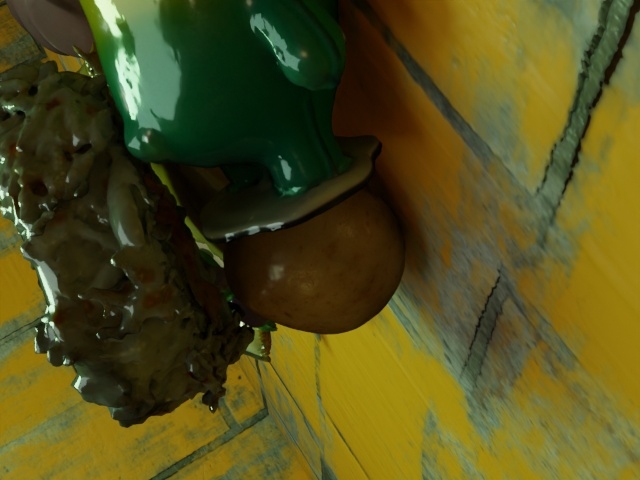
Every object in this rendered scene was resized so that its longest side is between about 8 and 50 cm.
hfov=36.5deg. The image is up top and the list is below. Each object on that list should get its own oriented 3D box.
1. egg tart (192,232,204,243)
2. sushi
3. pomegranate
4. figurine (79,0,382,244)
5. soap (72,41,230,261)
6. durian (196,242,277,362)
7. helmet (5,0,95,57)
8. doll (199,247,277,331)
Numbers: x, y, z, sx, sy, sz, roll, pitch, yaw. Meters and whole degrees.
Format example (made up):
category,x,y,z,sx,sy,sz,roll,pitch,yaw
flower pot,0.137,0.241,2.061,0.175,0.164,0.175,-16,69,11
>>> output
category,x,y,z,sx,sy,sz,roll,pitch,yaw
egg tart,-0.183,-0.085,1.434,0.291,0.107,0.291,-20,-90,-82
sushi,-0.217,0.008,0.996,0.417,0.176,0.417,59,174,9
pomegranate,0.000,0.000,0.997,0.196,0.196,0.196,55,166,22
figurine,-0.095,-0.184,0.824,0.323,0.231,0.340,6,127,57
soap,-0.155,-0.116,1.251,0.338,0.169,0.304,45,161,18
durian,-0.138,0.034,1.619,0.305,0.185,0.195,51,145,19
helmet,-0.431,-0.425,1.633,0.271,0.197,0.338,54,164,18
doll,-0.122,0.067,1.271,0.190,0.050,0.115,44,174,-32
